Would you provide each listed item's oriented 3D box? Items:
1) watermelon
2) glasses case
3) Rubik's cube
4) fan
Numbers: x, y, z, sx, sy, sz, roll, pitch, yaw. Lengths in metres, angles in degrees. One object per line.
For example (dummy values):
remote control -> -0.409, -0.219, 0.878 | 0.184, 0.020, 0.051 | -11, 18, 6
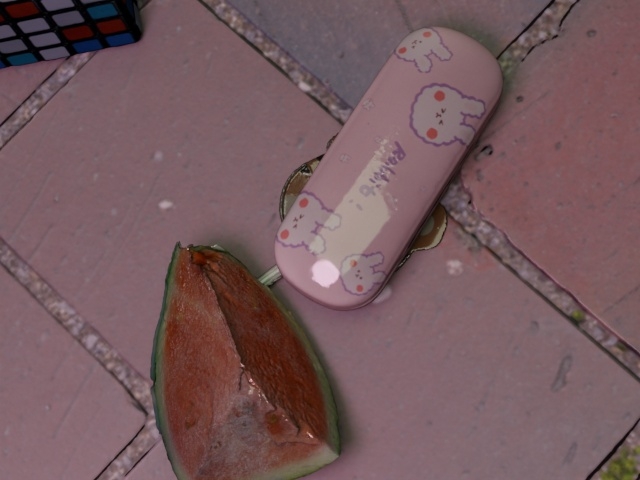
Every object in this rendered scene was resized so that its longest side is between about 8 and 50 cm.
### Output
watermelon -> -0.092, 0.131, 1.203 | 0.146, 0.128, 0.231 | -39, 58, 24
glasses case -> 0.066, -0.070, 1.233 | 0.113, 0.075, 0.297 | 31, 80, 9
Rubik's cube -> -0.291, -0.293, 1.284 | 0.184, 0.187, 0.182 | -12, 75, 6
fan -> 0.000, 0.000, 1.263 | 0.226, 0.008, 0.152 | -38, 75, -5
